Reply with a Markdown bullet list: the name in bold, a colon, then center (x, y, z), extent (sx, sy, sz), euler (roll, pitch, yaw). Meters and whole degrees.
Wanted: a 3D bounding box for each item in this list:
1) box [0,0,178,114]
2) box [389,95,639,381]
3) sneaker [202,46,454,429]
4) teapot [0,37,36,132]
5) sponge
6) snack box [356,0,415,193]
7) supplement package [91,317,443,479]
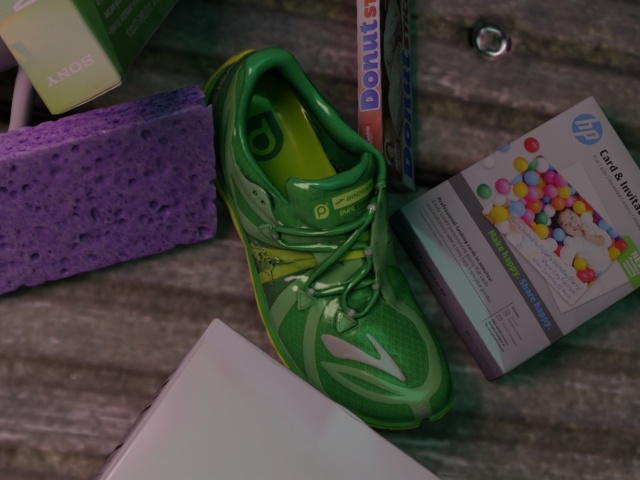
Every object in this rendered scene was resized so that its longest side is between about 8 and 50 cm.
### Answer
- **box**: center (-0.201, -0.257, 0.915), extent (0.058, 0.232, 0.322), euler (-27, 109, 19)
- **box**: center (0.166, -0.003, 1.116), extent (0.186, 0.038, 0.145), euler (-30, 85, -20)
- **sneaker**: center (0.000, 0.000, 1.029), extent (0.109, 0.123, 0.295), euler (-27, 84, -19)
- **teapot**: center (-0.288, -0.197, 0.980), extent (0.187, 0.252, 0.256), euler (-26, 53, 18)
- **sponge**: center (-0.173, -0.028, 1.002), extent (0.210, 0.117, 0.031), euler (-16, 43, -17)
- **snack box**: center (0.048, -0.128, 1.106), extent (0.022, 0.064, 0.178), euler (-7, 75, 24)
- **supplement package**: center (-0.073, 0.224, 0.916), extent (0.199, 0.198, 0.262), euler (36, 71, -2)
